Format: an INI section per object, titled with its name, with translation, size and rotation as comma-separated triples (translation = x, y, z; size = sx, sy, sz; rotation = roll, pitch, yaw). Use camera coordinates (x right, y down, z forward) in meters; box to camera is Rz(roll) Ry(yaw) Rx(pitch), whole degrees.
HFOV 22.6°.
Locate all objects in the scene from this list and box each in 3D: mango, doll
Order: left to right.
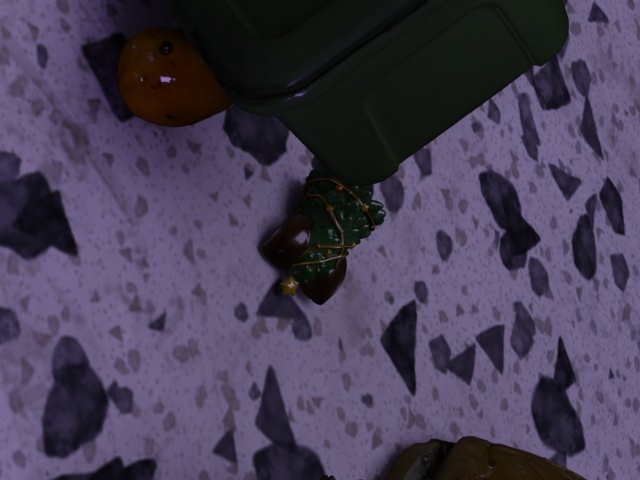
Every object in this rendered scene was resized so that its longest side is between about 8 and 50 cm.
[mango]
translation = -0.104, -0.121, 1.197
size = 0.114, 0.080, 0.060
rotation = 38, 39, -61
[doll]
translation = 0.009, -0.004, 1.306
size = 0.078, 0.076, 0.113
rotation = 45, 47, -27

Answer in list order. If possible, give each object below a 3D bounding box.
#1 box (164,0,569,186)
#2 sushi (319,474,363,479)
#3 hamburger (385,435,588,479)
[box]
translation = 0.019, -0.214, 1.169
size = 0.178, 0.252, 0.329
rotation = 47, 9, -51
[sushi]
translation = 0.023, 0.288, 1.048
size = 0.207, 0.348, 0.234
rotation = 43, 75, -4
[hamburger]
translation = 0.175, 0.298, 1.375
size = 0.285, 0.134, 0.266
rotation = 24, 57, -47
